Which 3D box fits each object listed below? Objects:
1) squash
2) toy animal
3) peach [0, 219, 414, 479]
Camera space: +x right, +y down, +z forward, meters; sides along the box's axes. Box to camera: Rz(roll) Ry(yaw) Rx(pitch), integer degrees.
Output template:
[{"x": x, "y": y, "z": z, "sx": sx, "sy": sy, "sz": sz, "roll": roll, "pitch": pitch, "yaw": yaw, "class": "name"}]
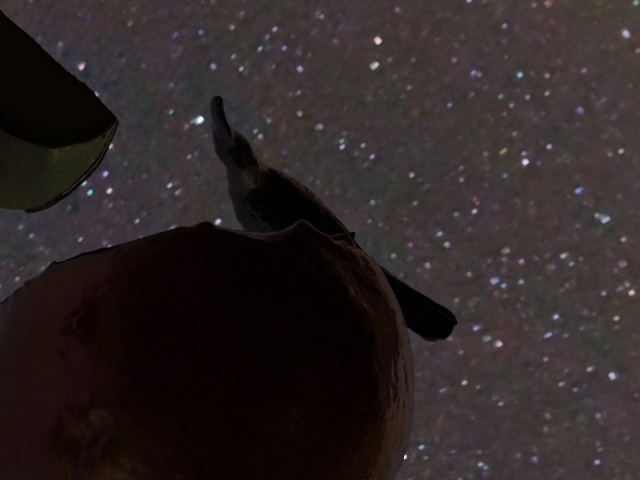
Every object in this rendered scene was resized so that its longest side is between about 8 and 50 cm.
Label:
[{"x": -0.331, "y": -0.110, "z": 1.136, "sx": 0.192, "sy": 0.184, "sz": 0.085, "roll": 42, "pitch": -159, "yaw": 3, "class": "squash"}, {"x": -0.028, "y": -0.007, "z": 1.244, "sx": 0.367, "sy": 0.205, "sz": 0.081, "roll": 44, "pitch": -113, "yaw": -16, "class": "toy animal"}, {"x": -0.106, "y": 0.163, "z": 0.940, "sx": 0.335, "sy": 0.405, "sz": 0.310, "roll": 15, "pitch": -121, "yaw": -58, "class": "peach"}]
